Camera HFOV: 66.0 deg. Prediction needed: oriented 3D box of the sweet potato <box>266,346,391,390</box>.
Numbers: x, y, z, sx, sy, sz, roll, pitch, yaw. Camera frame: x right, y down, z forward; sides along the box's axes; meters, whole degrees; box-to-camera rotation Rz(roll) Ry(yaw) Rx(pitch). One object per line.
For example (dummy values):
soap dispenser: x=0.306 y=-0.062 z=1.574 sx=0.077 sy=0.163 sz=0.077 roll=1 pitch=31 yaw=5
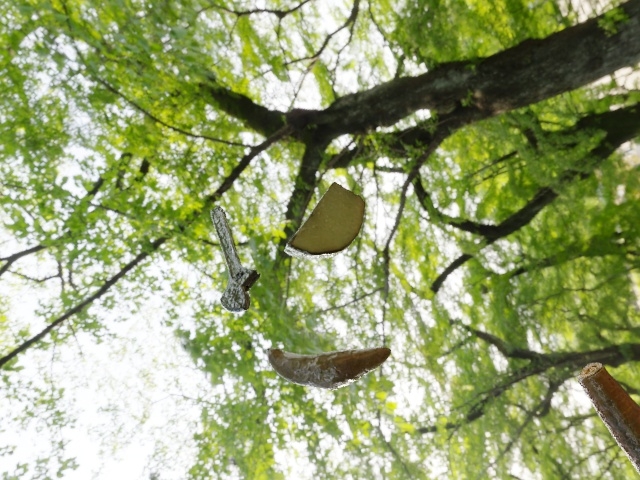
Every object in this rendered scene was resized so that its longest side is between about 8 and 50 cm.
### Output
sweet potato: x=0.015 y=0.330 z=1.279 sx=0.092 sy=0.342 sz=0.113 roll=59 pitch=-149 yaw=-52

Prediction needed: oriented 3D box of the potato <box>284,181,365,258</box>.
potato: x=0.000 y=0.000 z=0.774 sx=0.081 sy=0.120 sz=0.149 roll=35 pitch=-124 yaw=-1

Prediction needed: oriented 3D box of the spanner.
spanner: x=-0.187 y=0.028 z=1.014 sx=0.026 sy=0.093 sz=0.325 roll=50 pitch=-173 yaw=-43

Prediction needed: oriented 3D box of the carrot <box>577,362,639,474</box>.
carrot: x=0.366 y=0.220 z=0.579 sx=0.161 sy=0.055 sz=0.055 roll=52 pitch=-157 yaw=8
